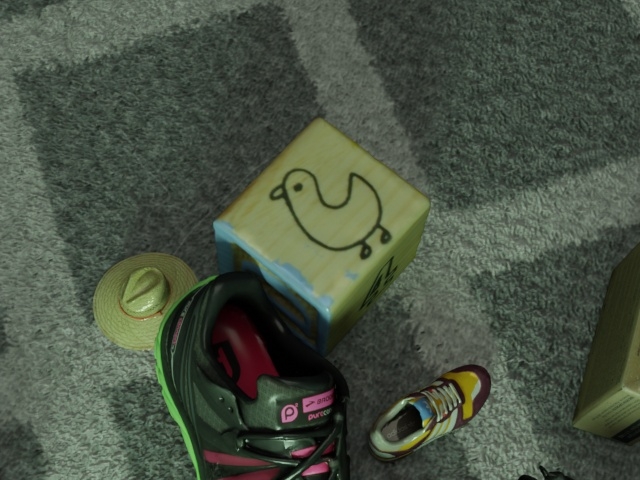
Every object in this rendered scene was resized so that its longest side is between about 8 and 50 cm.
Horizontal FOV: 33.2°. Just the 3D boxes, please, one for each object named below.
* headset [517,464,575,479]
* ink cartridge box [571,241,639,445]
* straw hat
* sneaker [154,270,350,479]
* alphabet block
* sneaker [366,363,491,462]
[{"bbox_3d":[0.398,0.377,1.223,0.394,0.185,0.243,31,69,-2],"label":"headset"},{"bbox_3d":[0.405,0.117,1.330,0.088,0.193,0.234,19,68,4],"label":"ink cartridge box"},{"bbox_3d":[-0.230,0.067,1.398,0.144,0.061,0.144,1,67,-3],"label":"straw hat"},{"bbox_3d":[-0.048,0.248,1.237,0.185,0.202,0.483,-18,68,-35],"label":"sneaker"},{"bbox_3d":[0.000,0.000,1.366,0.192,0.193,0.197,38,70,11],"label":"alphabet block"},{"bbox_3d":[0.142,0.211,1.338,0.185,0.084,0.069,-34,72,-15],"label":"sneaker"}]
